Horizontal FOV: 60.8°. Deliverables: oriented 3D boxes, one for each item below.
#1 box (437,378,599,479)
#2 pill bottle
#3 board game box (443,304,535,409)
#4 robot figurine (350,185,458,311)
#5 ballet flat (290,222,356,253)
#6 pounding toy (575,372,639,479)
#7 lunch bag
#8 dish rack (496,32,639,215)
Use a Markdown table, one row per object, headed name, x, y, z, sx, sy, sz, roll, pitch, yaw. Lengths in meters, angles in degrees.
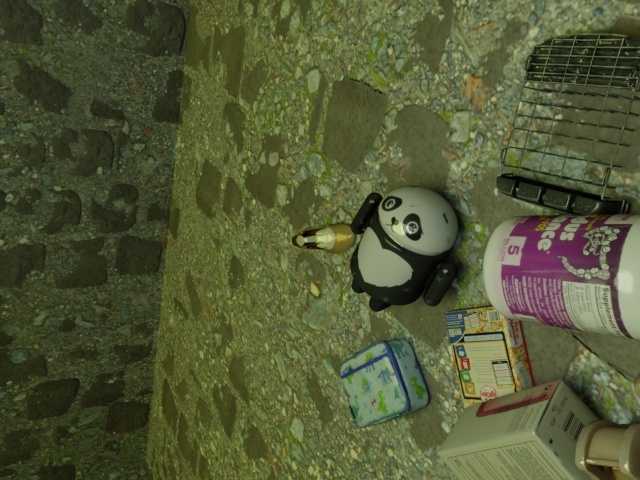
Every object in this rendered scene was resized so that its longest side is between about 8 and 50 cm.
| name | x | y | z | sx | sy | sz | roll | pitch | yaw |
| --- | --- | --- | --- | --- | --- | --- | --- | --- | --- |
| box | 0.338 | 0.347 | 0.904 | 0.149 | 0.127 | 0.232 | 49 | 142 | 2 |
| pill bottle | 0.397 | 0.046 | 0.757 | 0.301 | 0.169 | 0.170 | 2 | 97 | 51 |
| board game box | 0.318 | 0.222 | 1.033 | 0.146 | 0.045 | 0.194 | -19 | 79 | 55 |
| robot figurine | 0.162 | 0.020 | 1.114 | 0.174 | 0.209 | 0.278 | -76 | 9 | -52 |
| ballet flat | 0.000 | 0.000 | 1.440 | 0.232 | 0.073 | 0.080 | -8 | 89 | 55 |
| pounding toy | 0.464 | 0.321 | 0.739 | 0.154 | 0.154 | 0.270 | -23 | 76 | 55 |
| lunch bag | 0.140 | 0.331 | 1.275 | 0.219 | 0.090 | 0.176 | -41 | 59 | 49 |
| dish rack | 0.389 | -0.176 | 0.847 | 0.208 | 0.074 | 0.272 | 26 | 111 | 49 |
